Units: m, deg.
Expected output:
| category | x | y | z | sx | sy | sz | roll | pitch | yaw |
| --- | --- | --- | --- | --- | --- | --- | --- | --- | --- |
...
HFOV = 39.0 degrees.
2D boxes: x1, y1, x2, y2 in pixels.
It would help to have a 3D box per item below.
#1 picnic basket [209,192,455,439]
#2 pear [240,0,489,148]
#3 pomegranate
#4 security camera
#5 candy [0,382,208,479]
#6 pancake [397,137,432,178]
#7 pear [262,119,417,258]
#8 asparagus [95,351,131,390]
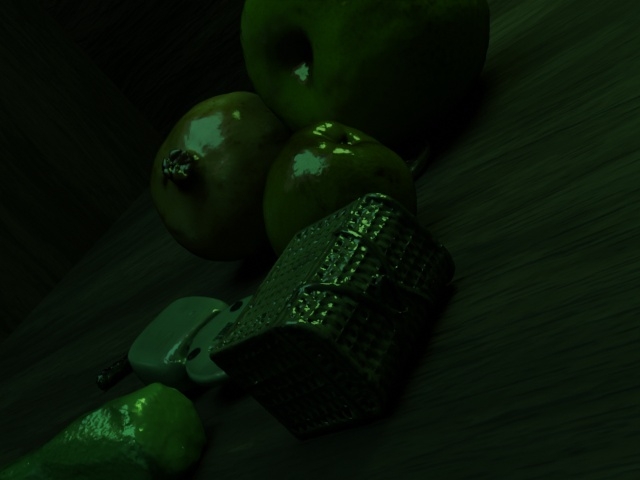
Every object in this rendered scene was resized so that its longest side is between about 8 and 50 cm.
| category | x | y | z | sx | sy | sz | roll | pitch | yaw |
| --- | --- | --- | --- | --- | --- | --- | --- | --- | --- |
| picnic basket | 0.023 | 0.068 | 0.877 | 0.154 | 0.134 | 0.196 | -31 | 18 | 47 |
| pear | 0.083 | -0.318 | 1.396 | 0.391 | 0.391 | 0.391 | -39 | 15 | 13 |
| pomegranate | -0.143 | -0.104 | 1.527 | 0.307 | 0.307 | 0.307 | -39 | 15 | 13 |
| security camera | -0.140 | 0.141 | 1.201 | 0.301 | 0.080 | 0.157 | -5 | 37 | 51 |
| candy | -0.289 | 0.290 | 1.081 | 0.343 | 0.132 | 0.142 | -33 | -25 | 25 |
| pancake | 0.110 | -0.099 | 1.331 | 0.139 | 0.022 | 0.139 | -38 | 15 | 12 |
| pear | 0.021 | -0.043 | 1.091 | 0.200 | 0.200 | 0.200 | -39 | 15 | 13 |
| asparagus | -0.329 | 0.208 | 1.565 | 0.165 | 0.030 | 0.036 | -35 | 7 | 24 |
